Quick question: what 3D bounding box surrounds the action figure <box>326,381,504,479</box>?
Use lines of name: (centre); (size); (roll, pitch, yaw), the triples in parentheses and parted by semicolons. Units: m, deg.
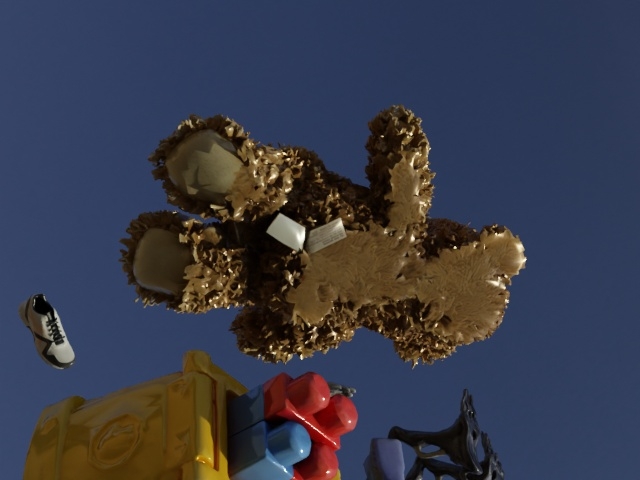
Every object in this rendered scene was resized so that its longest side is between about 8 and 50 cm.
action figure: (0.045, 0.239, 1.238); (0.276, 0.141, 0.164); (-17, -49, 20)

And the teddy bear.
teddy bear: (0.000, 0.000, 0.994); (0.113, 0.338, 0.245); (-133, -136, -62)

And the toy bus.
toy bus: (-0.056, 0.175, 0.799); (0.211, 0.149, 0.220); (-29, -51, 18)

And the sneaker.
sneaker: (-0.349, 0.116, 1.522); (0.109, 0.040, 0.044); (54, -46, 8)

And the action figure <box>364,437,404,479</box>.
action figure: (0.120, 0.338, 0.973); (0.330, 0.179, 0.341); (111, -23, -59)
